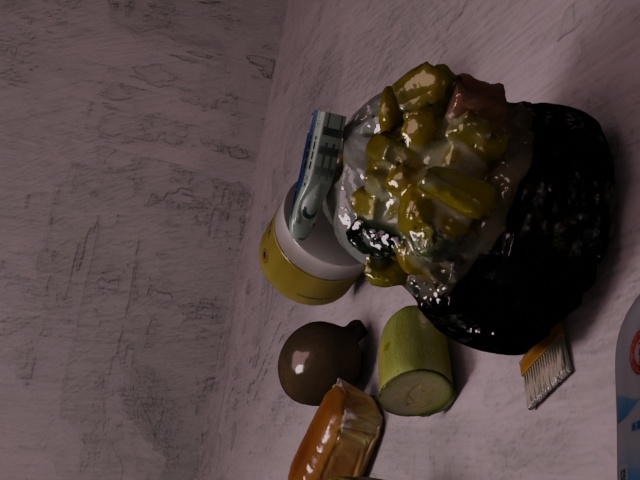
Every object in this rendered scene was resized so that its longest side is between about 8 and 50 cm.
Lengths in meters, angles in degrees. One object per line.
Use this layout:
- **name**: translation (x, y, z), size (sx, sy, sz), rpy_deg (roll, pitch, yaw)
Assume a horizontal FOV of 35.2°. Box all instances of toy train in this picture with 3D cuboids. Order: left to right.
- **toy train**: translation (-0.008, -0.110, 1.771), size (0.051, 0.052, 0.234), rpy_deg (21, 100, 61)

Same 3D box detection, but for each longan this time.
- **longan**: translation (0.011, 0.227, 1.944), size (0.204, 0.159, 0.185), rpy_deg (-40, 0, -20)

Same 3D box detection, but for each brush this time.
- **brush**: translation (0.285, 0.085, 1.338), size (0.103, 0.013, 0.272), rpy_deg (120, 159, -46)

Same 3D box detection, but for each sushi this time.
- **sushi**: translation (0.178, -0.042, 1.290), size (0.328, 0.285, 0.328), rpy_deg (-7, 66, 69)

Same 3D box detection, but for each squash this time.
- **squash**: translation (0.148, 0.173, 1.568), size (0.186, 0.123, 0.123), rpy_deg (-86, 17, -47)

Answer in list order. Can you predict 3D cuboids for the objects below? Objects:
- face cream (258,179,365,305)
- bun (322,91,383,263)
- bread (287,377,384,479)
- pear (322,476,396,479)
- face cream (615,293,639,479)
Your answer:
- **face cream**: translation (0.000, 0.000, 2.054), size (0.179, 0.218, 0.218), rpy_deg (124, 155, -54)
- **bun**: translation (0.102, -0.120, 1.839), size (0.354, 0.194, 0.354), rpy_deg (-165, 90, -74)
- **bread**: translation (0.021, 0.386, 1.835), size (0.136, 0.107, 0.241), rpy_deg (-109, 41, -67)
- **pear**: translation (0.045, 0.458, 1.422), size (0.271, 0.271, 0.271), rpy_deg (-166, 90, -75)
- **face cream**: translation (0.343, 0.122, 0.962), size (0.163, 0.080, 0.336), rpy_deg (132, 148, -62)
